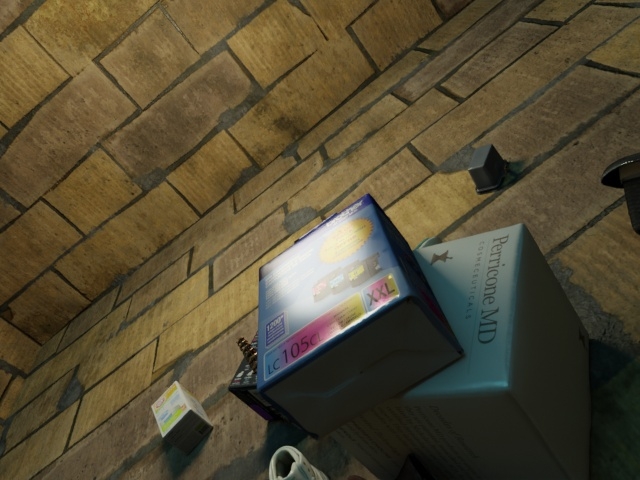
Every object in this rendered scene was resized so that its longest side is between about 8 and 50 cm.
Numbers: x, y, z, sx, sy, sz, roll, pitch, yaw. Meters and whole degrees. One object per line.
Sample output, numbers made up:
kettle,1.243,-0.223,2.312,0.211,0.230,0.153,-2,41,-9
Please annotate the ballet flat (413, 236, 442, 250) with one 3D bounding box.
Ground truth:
ballet flat,0.218,0.173,1.320,0.400,0.139,0.139,-50,27,-9

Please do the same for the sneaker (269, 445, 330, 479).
sneaker,-0.017,0.525,1.017,0.108,0.169,0.292,-42,27,-7

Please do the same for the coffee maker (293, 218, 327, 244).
coffee maker,0.000,0.000,1.799,0.178,0.171,0.120,-32,44,21

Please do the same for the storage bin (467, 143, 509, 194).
storage bin,0.498,-0.218,1.561,0.098,0.091,0.135,-11,40,45

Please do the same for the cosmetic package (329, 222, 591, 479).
cosmetic package,0.234,0.229,0.958,0.393,0.327,0.330,-17,35,38

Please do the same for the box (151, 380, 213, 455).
box,-0.427,0.539,1.612,0.114,0.103,0.203,-46,27,-11

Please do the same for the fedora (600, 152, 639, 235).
fedora,0.697,-0.070,0.957,0.334,0.333,0.153,-3,81,51

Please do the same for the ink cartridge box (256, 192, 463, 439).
ink cartridge box,0.036,0.093,0.901,0.269,0.151,0.396,-34,25,12

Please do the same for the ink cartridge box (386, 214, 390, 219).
ink cartridge box,0.074,0.075,1.412,0.311,0.065,0.186,-36,39,22

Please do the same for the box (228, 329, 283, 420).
box,-0.100,0.328,1.430,0.143,0.165,0.270,-19,34,40

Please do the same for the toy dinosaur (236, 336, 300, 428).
toy dinosaur,-0.050,0.317,1.251,0.218,0.321,0.164,-56,9,-26

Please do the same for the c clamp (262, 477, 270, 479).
c clamp,-0.117,0.599,1.199,0.137,0.022,0.161,-18,34,38

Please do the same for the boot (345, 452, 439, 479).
boot,0.134,0.448,0.915,0.248,0.090,0.207,41,123,52
